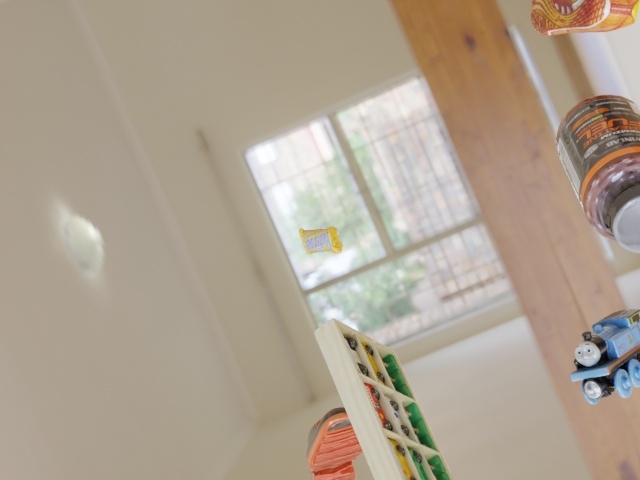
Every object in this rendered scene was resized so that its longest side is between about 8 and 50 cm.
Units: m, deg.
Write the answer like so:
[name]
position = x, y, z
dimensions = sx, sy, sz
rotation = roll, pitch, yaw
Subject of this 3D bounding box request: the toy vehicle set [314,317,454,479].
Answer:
[toy vehicle set]
position = 0.092, 0.239, 1.601
dimensions = 0.166, 0.035, 0.266
rotation = 31, -152, -50

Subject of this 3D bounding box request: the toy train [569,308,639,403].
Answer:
[toy train]
position = 0.426, 0.168, 1.761
dimensions = 0.184, 0.080, 0.105
rotation = -20, -90, -49

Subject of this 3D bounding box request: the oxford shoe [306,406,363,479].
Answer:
[oxford shoe]
position = 0.012, 0.323, 1.961
dimensions = 0.271, 0.097, 0.098
rotation = 100, 155, -56

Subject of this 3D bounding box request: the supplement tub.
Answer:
[supplement tub]
position = 0.315, -0.067, 1.259
dimensions = 0.198, 0.106, 0.106
rotation = -96, -18, -58

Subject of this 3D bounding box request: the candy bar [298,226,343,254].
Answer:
[candy bar]
position = 0.000, 0.000, 1.661
dimensions = 0.161, 0.018, 0.040
rotation = 178, 75, -74

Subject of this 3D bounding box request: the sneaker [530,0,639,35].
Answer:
[sneaker]
position = 0.295, -0.258, 1.374
dimensions = 0.175, 0.067, 0.064
rotation = -143, 60, -64
